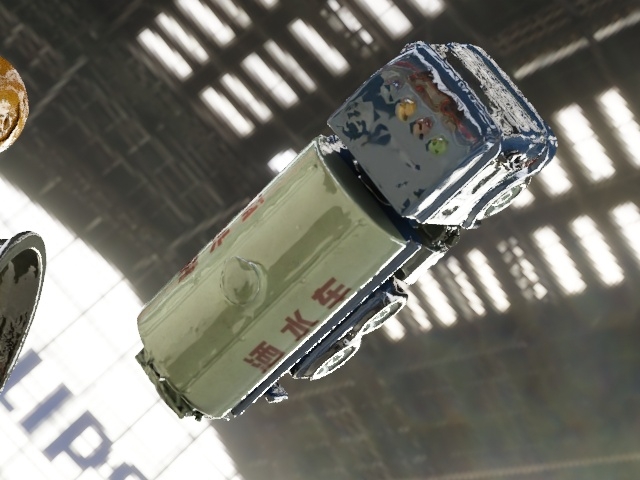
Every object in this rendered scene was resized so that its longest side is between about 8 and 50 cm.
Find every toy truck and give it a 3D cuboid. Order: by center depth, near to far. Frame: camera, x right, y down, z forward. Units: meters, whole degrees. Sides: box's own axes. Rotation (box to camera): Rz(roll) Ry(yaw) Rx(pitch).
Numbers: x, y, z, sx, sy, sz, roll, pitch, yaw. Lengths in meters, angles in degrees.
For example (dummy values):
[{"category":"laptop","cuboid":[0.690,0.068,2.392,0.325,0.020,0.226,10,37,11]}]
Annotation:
[{"category":"toy truck","cuboid":[0.000,0.000,0.590,0.202,0.088,0.074,-43,-109,23]}]

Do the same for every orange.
[{"category":"orange","cuboid":[-0.250,-0.098,0.987,0.083,0.083,0.083,34,-30,23]}]

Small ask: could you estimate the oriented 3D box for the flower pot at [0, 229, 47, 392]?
[{"category":"flower pot","cuboid":[-0.378,0.077,1.322,0.148,0.235,0.235,21,-32,6]}]
